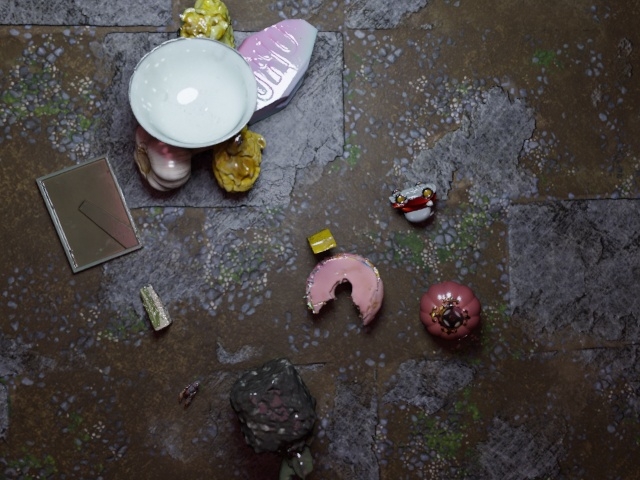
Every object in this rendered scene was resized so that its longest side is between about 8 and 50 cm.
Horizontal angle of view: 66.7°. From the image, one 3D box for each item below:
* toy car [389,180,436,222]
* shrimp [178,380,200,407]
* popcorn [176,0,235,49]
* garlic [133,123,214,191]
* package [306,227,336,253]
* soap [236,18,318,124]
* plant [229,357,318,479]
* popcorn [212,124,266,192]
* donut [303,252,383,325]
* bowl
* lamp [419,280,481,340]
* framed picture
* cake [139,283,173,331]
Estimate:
[{"bbox_3d":[0.283,-0.106,1.456,0.139,0.112,0.112,-15,108,5],"label":"toy car"},{"bbox_3d":[-0.388,0.446,1.426,0.038,0.029,0.092,29,92,-6],"label":"shrimp"},{"bbox_3d":[-0.308,-0.592,1.342,0.173,0.195,0.169,14,97,-1],"label":"popcorn"},{"bbox_3d":[-0.401,-0.255,1.374,0.226,0.199,0.199,-26,93,-34],"label":"garlic"},{"bbox_3d":[0.000,0.000,1.410,0.071,0.131,0.047,-21,97,-2],"label":"package"},{"bbox_3d":[-0.147,-0.494,1.403,0.192,0.109,0.324,36,86,-5],"label":"soap"},{"bbox_3d":[-0.106,0.507,1.360,0.213,0.215,0.312,-30,94,-2],"label":"plant"},{"bbox_3d":[-0.240,-0.243,1.385,0.140,0.163,0.194,8,122,13],"label":"popcorn"},{"bbox_3d":[0.072,0.134,1.439,0.232,0.085,0.199,15,90,-5],"label":"donut"},{"bbox_3d":[-0.318,-0.355,1.269,0.313,0.146,0.314,1,76,-5],"label":"bowl"},{"bbox_3d":[0.385,0.208,1.450,0.181,0.140,0.182,1,97,12],"label":"lamp"},{"bbox_3d":[-0.661,-0.079,1.401,0.211,0.020,0.290,-21,92,-5],"label":"framed picture"},{"bbox_3d":[-0.479,0.197,1.418,0.051,0.055,0.140,-28,75,-3],"label":"cake"}]
